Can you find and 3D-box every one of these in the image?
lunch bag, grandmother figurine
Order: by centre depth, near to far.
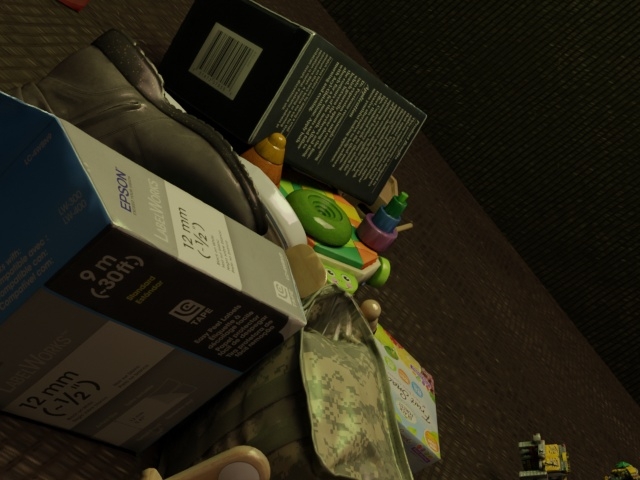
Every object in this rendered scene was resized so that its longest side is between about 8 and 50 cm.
[{"bbox_3d":[-0.049,0.197,0.875,0.169,0.235,0.287,36,26,-32],"label":"lunch bag"},{"bbox_3d":[-0.017,0.131,1.125,0.342,0.208,0.104,60,31,-54],"label":"grandmother figurine"}]

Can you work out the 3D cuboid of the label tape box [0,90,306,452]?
[{"bbox_3d":[-0.221,0.048,0.747,0.348,0.249,0.115,31,29,-43],"label":"label tape box"}]

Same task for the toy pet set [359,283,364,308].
[{"bbox_3d":[0.056,0.071,1.531,0.122,0.065,0.114,54,21,5],"label":"toy pet set"}]

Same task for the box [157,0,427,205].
[{"bbox_3d":[-0.046,-0.262,1.536,0.293,0.212,0.395,36,9,36],"label":"box"}]

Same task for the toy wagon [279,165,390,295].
[{"bbox_3d":[0.000,0.000,1.419,0.267,0.068,0.344,22,26,-29],"label":"toy wagon"}]

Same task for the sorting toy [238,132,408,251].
[{"bbox_3d":[0.005,-0.082,1.337,0.365,0.126,0.127,16,30,-36],"label":"sorting toy"}]

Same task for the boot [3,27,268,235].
[{"bbox_3d":[-0.240,-0.079,1.000,0.338,0.223,0.118,46,-25,11],"label":"boot"}]

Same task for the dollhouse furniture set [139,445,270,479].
[{"bbox_3d":[-0.038,0.359,0.571,0.303,0.174,0.355,62,5,-19],"label":"dollhouse furniture set"}]

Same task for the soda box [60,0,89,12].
[{"bbox_3d":[-0.463,-0.472,1.315,0.263,0.092,0.083,22,36,-52],"label":"soda box"}]

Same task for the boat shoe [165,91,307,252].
[{"bbox_3d":[-0.192,-0.070,1.144,0.367,0.136,0.156,43,61,12],"label":"boat shoe"}]

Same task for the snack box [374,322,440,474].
[{"bbox_3d":[0.112,0.248,1.354,0.174,0.070,0.207,45,24,-19],"label":"snack box"}]

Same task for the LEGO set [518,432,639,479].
[{"bbox_3d":[0.452,0.464,1.434,0.331,0.255,0.192,-52,131,-57],"label":"LEGO set"}]

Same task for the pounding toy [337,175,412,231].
[{"bbox_3d":[0.119,-0.068,1.862,0.181,0.094,0.206,43,31,-34],"label":"pounding toy"}]
